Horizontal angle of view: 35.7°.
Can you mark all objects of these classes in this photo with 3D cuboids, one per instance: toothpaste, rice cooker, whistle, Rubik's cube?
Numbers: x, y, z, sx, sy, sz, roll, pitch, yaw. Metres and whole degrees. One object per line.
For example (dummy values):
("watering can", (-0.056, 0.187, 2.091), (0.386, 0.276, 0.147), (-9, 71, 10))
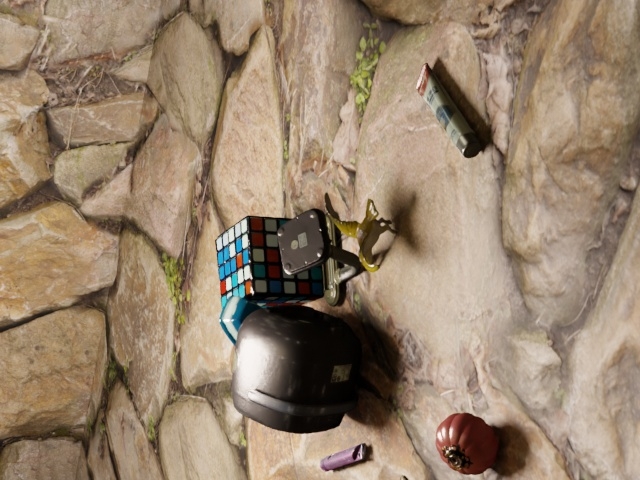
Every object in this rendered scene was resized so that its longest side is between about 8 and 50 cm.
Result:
("toothpaste", (0.224, -0.231, 1.776), (0.239, 0.039, 0.062), (-114, 31, -44))
("rice cooker", (-0.046, 0.255, 2.010), (0.267, 0.267, 0.224), (25, 105, 60))
("whistle", (0.048, 0.448, 2.047), (0.176, 0.033, 0.033), (-37, 56, 55))
("Rubik's cube", (-0.113, 0.056, 2.227), (0.182, 0.187, 0.184), (-29, 65, 57))

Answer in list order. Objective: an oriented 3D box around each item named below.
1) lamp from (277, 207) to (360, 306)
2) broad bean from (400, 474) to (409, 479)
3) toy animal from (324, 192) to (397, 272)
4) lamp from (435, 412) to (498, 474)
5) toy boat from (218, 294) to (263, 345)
("lamp", (0.007, -0.001, 2.031), (0.124, 0.283, 0.203), (-18, 67, 15))
("broad bean", (0.179, 0.586, 1.754), (0.077, 0.061, 0.339), (137, 131, -68))
("toy animal", (0.104, -0.003, 1.932), (0.095, 0.155, 0.219), (-38, 44, 6))
("lamp", (0.240, 0.334, 1.630), (0.107, 0.092, 0.107), (19, 128, 26))
("toy boat", (-0.112, 0.227, 2.169), (0.061, 0.299, 0.096), (-3, 53, 35))
